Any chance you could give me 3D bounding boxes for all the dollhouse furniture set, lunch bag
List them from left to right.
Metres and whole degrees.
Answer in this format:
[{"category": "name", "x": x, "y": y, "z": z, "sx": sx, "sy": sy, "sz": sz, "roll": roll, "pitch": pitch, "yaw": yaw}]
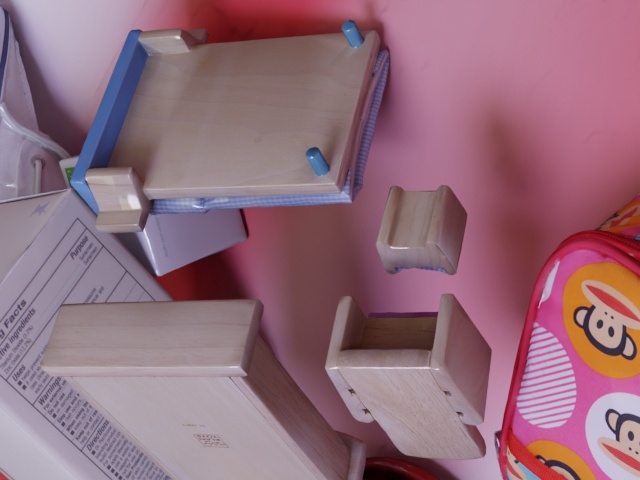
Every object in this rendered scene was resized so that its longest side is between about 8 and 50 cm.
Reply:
[{"category": "dollhouse furniture set", "x": 0.000, "y": 0.000, "z": 0.871, "sx": 0.286, "sy": 0.303, "sz": 0.198, "roll": -2, "pitch": 146, "yaw": 24}, {"category": "lunch bag", "x": 0.243, "y": 0.133, "z": 0.718, "sx": 0.293, "sy": 0.120, "sz": 0.258, "roll": 32, "pitch": 132, "yaw": 31}]

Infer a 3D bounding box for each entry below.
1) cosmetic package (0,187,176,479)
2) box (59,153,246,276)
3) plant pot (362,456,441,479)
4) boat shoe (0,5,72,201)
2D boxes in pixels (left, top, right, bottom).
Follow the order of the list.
[{"category": "cosmetic package", "x": -0.161, "y": 0.125, "z": 0.970, "sx": 0.113, "sy": 0.160, "sz": 0.309, "roll": -6, "pitch": 132, "yaw": 45}, {"category": "box", "x": -0.129, "y": -0.031, "z": 1.001, "sx": 0.087, "sy": 0.102, "sz": 0.101, "roll": -4, "pitch": 105, "yaw": 42}, {"category": "plant pot", "x": 0.025, "y": 0.259, "z": 0.931, "sx": 0.191, "sy": 0.174, "sz": 0.191, "roll": 20, "pitch": 122, "yaw": 37}, {"category": "boat shoe", "x": -0.259, "y": -0.031, "z": 1.109, "sx": 0.136, "sy": 0.157, "sz": 0.367, "roll": -30, "pitch": 57, "yaw": 51}]
